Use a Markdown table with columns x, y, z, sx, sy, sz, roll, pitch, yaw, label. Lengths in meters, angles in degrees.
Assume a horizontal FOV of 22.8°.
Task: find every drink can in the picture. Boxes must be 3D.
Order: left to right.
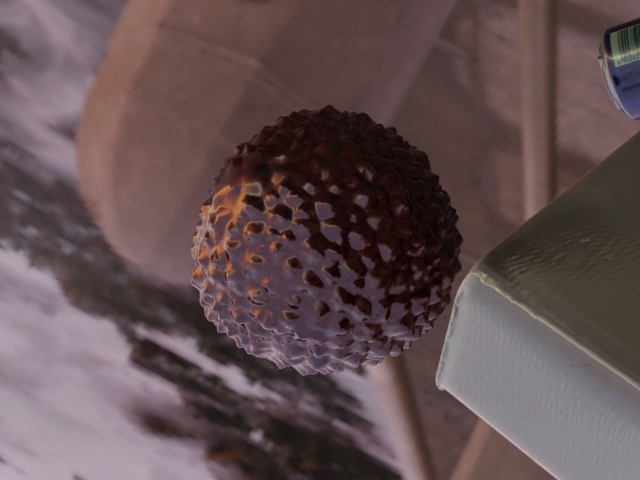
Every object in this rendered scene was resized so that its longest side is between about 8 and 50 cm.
| x | y | z | sx | sy | sz | roll | pitch | yaw | label |
| --- | --- | --- | --- | --- | --- | --- | --- | --- | --- |
| 0.431 | -0.218 | 1.828 | 0.205 | 0.118 | 0.118 | -16 | 142 | 25 | drink can |

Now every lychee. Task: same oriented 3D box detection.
| x | y | z | sx | sy | sz | roll | pitch | yaw | label |
| --- | --- | --- | --- | --- | --- | --- | --- | --- | --- |
| 0.000 | 0.000 | 1.532 | 0.300 | 0.264 | 0.264 | 38 | 174 | 42 | lychee |

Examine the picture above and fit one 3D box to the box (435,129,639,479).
| x | y | z | sx | sy | sz | roll | pitch | yaw | label |
| --- | --- | --- | --- | --- | --- | --- | --- | --- | --- |
| 0.325 | 0.087 | 1.229 | 0.344 | 0.352 | 0.177 | 35 | 140 | 25 | box |
